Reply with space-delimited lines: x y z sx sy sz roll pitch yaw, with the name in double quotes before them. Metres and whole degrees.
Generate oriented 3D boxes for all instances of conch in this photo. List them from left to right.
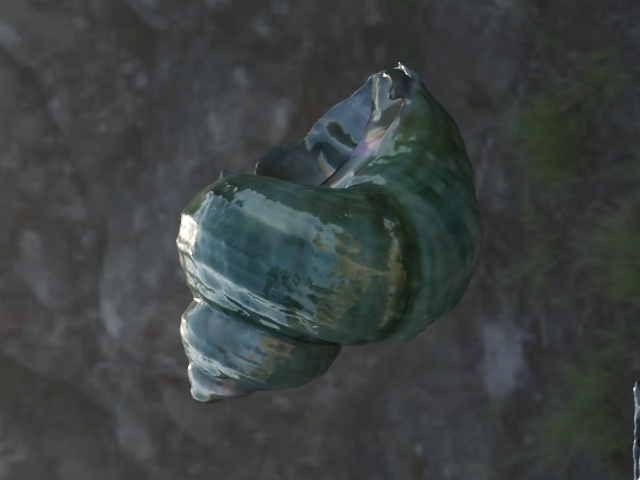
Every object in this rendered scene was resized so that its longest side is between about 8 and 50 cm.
"conch" 0.000 0.000 1.138 0.277 0.195 0.220 -56 39 -1

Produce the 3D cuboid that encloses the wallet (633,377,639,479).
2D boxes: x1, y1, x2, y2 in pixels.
"wallet" 0.364 0.168 1.083 0.044 0.321 0.170 -54 -34 -74
